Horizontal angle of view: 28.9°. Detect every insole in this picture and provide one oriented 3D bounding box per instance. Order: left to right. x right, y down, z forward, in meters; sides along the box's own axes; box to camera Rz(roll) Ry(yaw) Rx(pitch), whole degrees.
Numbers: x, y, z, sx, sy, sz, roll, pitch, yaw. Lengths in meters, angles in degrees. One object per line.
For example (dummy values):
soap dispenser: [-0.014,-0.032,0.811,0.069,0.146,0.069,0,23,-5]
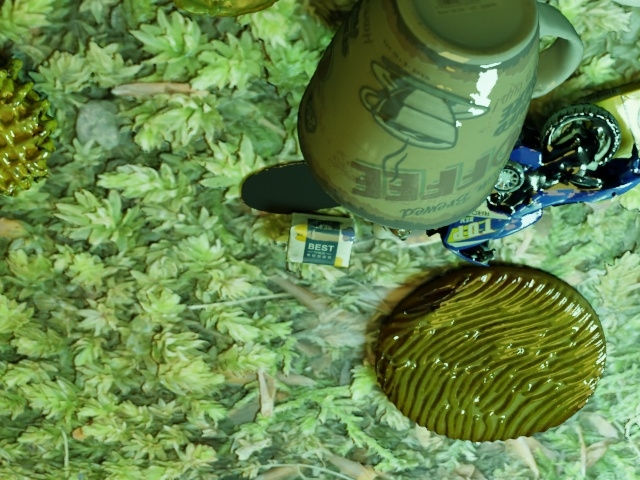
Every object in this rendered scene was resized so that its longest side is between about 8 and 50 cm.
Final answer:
insole: [0.015,-0.067,1.558,0.232,0.003,0.080,-2,128,4]

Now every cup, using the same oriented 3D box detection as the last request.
cup: [0.147,-0.171,1.242,0.301,0.227,0.257,-18,162,-21]

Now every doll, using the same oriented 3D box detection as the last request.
doll: [0.079,-0.032,1.557,0.058,0.040,0.085,-9,138,25]

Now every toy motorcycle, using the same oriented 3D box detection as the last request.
toy motorcycle: [0.229,-0.059,1.491,0.315,0.113,0.169,-21,127,19]

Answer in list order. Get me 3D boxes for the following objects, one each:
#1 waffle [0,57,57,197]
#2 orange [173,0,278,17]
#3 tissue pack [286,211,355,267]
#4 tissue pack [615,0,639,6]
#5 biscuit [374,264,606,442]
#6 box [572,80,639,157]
waffle: [-0.413,-0.137,1.484,0.193,0.070,0.197,8,130,-4]
orange: [-0.081,-0.352,1.248,0.179,0.158,0.237,18,129,-4]
tissue pack: [0.000,0.000,1.585,0.083,0.042,0.062,7,131,-4]
tissue pack: [0.261,-0.431,1.153,0.266,0.194,0.356,16,128,-10]
biscuit: [0.233,0.164,1.703,0.318,0.040,0.318,1,128,1]
box: [0.385,-0.150,1.469,0.155,0.023,0.087,-16,122,14]
